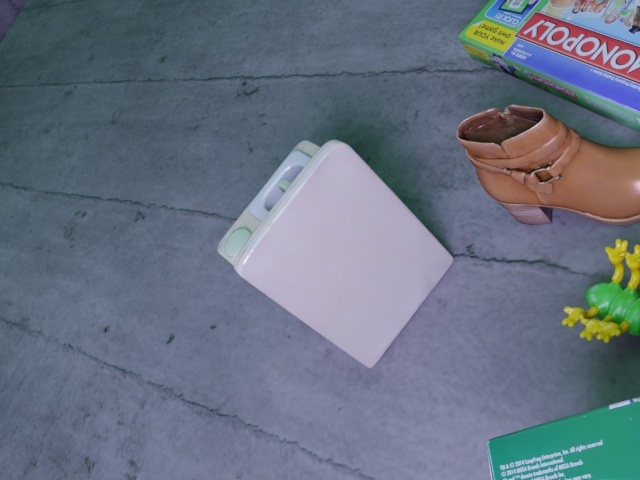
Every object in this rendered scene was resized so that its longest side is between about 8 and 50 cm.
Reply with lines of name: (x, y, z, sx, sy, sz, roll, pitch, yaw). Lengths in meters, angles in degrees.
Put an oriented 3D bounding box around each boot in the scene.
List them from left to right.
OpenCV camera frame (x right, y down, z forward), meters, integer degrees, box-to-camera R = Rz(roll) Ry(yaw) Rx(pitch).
boot: (0.235, -0.076, 0.702, 0.197, 0.152, 0.073, -14, 53, 32)

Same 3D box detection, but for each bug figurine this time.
bug figurine: (0.335, 0.038, 0.599, 0.279, 0.072, 0.216, -51, 45, -4)

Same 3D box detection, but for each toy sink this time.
toy sink: (0.000, 0.000, 0.781, 0.153, 0.234, 0.131, -53, 43, -3)

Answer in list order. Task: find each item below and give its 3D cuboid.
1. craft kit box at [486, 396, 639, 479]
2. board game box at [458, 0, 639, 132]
craft kit box: (0.264, 0.147, 0.455, 0.250, 0.246, 0.061, -23, 46, 25)
board game box: (0.326, -0.243, 0.825, 0.213, 0.046, 0.317, -48, 43, 0)
